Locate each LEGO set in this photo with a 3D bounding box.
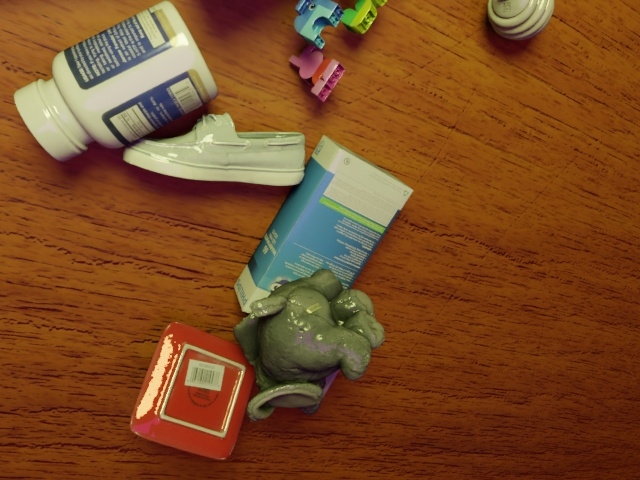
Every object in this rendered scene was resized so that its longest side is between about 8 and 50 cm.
[{"bbox_3d":[0.017,-0.295,0.615,0.227,0.093,0.087,-55,151,6],"label":"LEGO set"}]

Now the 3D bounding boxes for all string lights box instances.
[{"bbox_3d":[0.000,0.000,0.751,0.133,0.077,0.259,25,105,-29],"label":"string lights box"}]

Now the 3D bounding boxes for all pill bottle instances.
[{"bbox_3d":[-0.217,-0.165,0.568,0.187,0.112,0.112,-29,121,-5],"label":"pill bottle"}]

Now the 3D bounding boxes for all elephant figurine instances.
[{"bbox_3d":[-0.040,0.165,0.698,0.186,0.169,0.239,38,120,-3],"label":"elephant figurine"}]

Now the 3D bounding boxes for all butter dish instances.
[{"bbox_3d":[-0.194,0.219,0.772,0.160,0.118,0.159,29,62,-28],"label":"butter dish"}]

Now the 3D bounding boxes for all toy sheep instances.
[{"bbox_3d":[0.260,-0.308,0.687,0.132,0.091,0.091,-2,119,-47],"label":"toy sheep"}]

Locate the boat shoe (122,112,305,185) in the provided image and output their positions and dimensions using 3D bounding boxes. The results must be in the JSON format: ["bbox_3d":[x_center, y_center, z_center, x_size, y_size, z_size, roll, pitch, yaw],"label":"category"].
[{"bbox_3d":[-0.123,-0.118,0.653,0.228,0.079,0.081,1,108,-27],"label":"boat shoe"}]

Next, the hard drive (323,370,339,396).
[{"bbox_3d":[-0.013,0.209,0.882,0.094,0.022,0.135,21,106,-27],"label":"hard drive"}]
